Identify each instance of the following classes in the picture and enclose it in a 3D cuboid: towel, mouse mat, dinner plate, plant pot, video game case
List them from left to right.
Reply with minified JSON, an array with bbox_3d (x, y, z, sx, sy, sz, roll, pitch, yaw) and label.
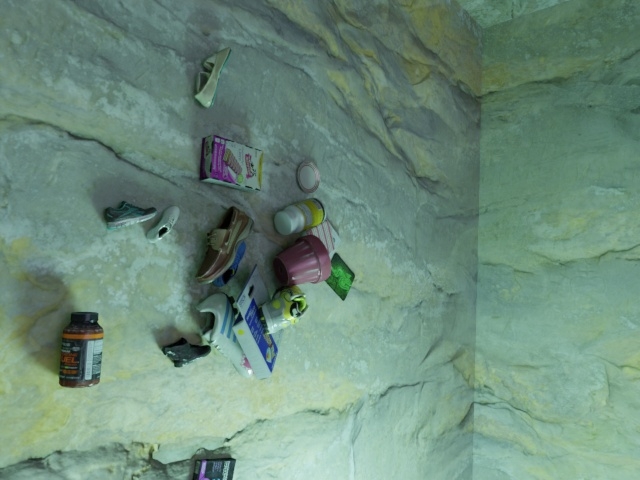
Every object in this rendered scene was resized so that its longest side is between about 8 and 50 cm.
[{"bbox_3d":[-0.085,0.095,1.961,0.180,0.201,0.202,-21,104,-31],"label":"plant pot"},{"bbox_3d":[-0.053,-0.273,2.130,0.141,0.017,0.141,2,88,-49],"label":"dinner plate"},{"bbox_3d":[0.000,0.000,2.123,0.197,0.029,0.144,-33,114,-59],"label":"towel"},{"bbox_3d":[0.021,0.005,2.199,0.143,0.019,0.157,54,52,-32],"label":"video game case"},{"bbox_3d":[0.089,0.170,2.279,0.190,0.007,0.153,50,54,-36],"label":"mouse mat"}]

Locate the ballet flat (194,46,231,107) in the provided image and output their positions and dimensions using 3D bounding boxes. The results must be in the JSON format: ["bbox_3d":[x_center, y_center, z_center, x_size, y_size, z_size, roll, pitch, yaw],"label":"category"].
[{"bbox_3d":[-0.385,-0.591,1.733,0.086,0.086,0.249,31,67,-43],"label":"ballet flat"}]

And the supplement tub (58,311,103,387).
[{"bbox_3d":[-0.659,0.299,1.358,0.106,0.106,0.198,7,82,-48],"label":"supplement tub"}]

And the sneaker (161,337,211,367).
[{"bbox_3d":[-0.442,0.361,1.637,0.170,0.051,0.089,-21,109,-43],"label":"sneaker"}]

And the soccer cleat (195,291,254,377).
[{"bbox_3d":[-0.340,0.347,1.723,0.143,0.116,0.332,-25,102,-36],"label":"soccer cleat"}]

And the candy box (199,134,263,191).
[{"bbox_3d":[-0.319,-0.274,1.791,0.233,0.071,0.159,9,81,-48],"label":"candy box"}]

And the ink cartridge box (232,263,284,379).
[{"bbox_3d":[-0.231,0.284,1.763,0.304,0.072,0.307,-75,144,-68],"label":"ink cartridge box"}]

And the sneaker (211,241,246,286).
[{"bbox_3d":[-0.314,0.083,1.770,0.209,0.082,0.069,-59,133,-34],"label":"sneaker"}]

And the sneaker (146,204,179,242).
[{"bbox_3d":[-0.496,-0.053,1.591,0.054,0.061,0.152,49,53,-33],"label":"sneaker"}]

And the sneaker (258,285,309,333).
[{"bbox_3d":[-0.107,0.252,1.859,0.385,0.147,0.145,-49,121,-76],"label":"sneaker"}]

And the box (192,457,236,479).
[{"bbox_3d":[-0.372,0.823,1.713,0.162,0.029,0.116,23,72,-47],"label":"box"}]

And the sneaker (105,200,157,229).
[{"bbox_3d":[-0.579,-0.088,1.501,0.166,0.064,0.076,-24,102,-48],"label":"sneaker"}]

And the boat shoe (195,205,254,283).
[{"bbox_3d":[-0.353,0.010,1.716,0.116,0.123,0.325,51,44,-29],"label":"boat shoe"}]

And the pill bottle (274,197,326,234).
[{"bbox_3d":[-0.083,-0.097,2.012,0.208,0.119,0.119,-24,106,-46],"label":"pill bottle"}]
